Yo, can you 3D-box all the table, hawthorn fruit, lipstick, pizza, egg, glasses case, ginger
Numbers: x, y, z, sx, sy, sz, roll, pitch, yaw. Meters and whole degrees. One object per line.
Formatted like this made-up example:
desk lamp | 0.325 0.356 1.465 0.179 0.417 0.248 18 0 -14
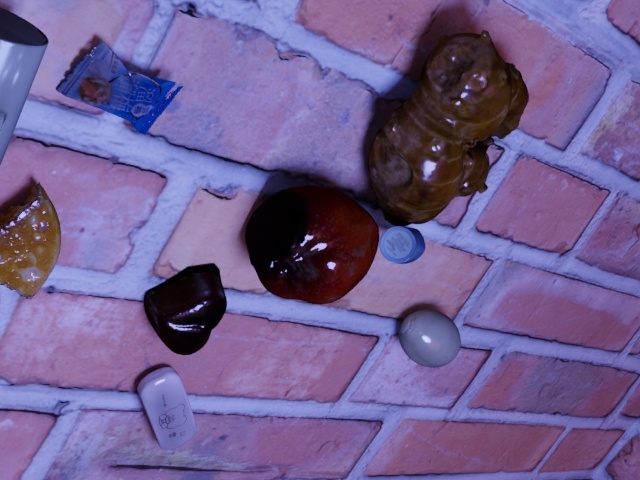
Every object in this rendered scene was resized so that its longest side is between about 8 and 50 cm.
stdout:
table | -0.398 -0.145 0.947 0.126 0.126 0.220 11 115 -43
hawthorn fruit | 0.000 0.000 1.364 0.251 0.190 0.189 -16 136 -54
lipstick | 0.146 0.009 1.470 0.068 0.061 0.274 -20 175 10
pizza | -0.405 0.009 1.134 0.131 0.041 0.178 -20 134 -28
egg | 0.218 0.196 1.729 0.152 0.114 0.114 29 103 -43
glasses case | -0.261 0.290 1.478 0.074 0.049 0.193 -26 137 -20
ginger | 0.201 -0.164 1.398 0.357 0.152 0.274 -58 157 17

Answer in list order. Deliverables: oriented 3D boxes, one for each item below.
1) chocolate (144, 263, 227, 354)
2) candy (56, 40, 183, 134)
chocolate | -0.206 0.111 1.349 0.125 0.080 0.148 23 109 -47
candy | -0.252 -0.193 1.092 0.136 0.038 0.088 26 119 -40
